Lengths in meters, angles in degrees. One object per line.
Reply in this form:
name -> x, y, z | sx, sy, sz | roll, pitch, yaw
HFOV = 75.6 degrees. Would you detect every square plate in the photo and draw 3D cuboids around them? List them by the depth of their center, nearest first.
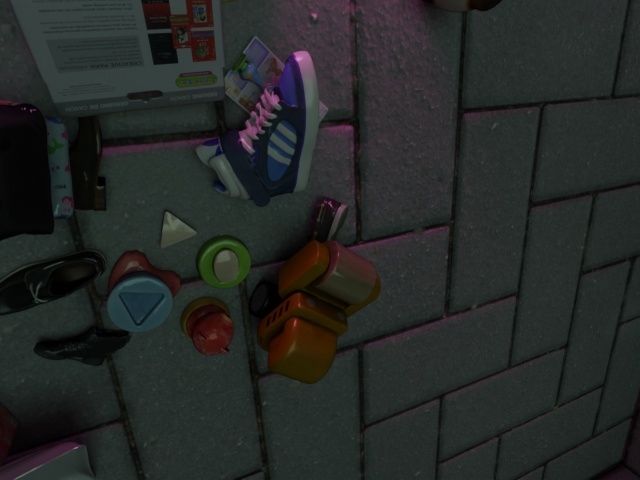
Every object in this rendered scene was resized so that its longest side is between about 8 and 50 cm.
square plate -> -0.655, 0.527, 0.830 | 0.346, 0.049, 0.344 | -17, 150, -35

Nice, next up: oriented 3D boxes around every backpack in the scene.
backpack -> -0.552, -0.118, 0.677 | 0.253, 0.191, 0.226 | 4, 101, 17

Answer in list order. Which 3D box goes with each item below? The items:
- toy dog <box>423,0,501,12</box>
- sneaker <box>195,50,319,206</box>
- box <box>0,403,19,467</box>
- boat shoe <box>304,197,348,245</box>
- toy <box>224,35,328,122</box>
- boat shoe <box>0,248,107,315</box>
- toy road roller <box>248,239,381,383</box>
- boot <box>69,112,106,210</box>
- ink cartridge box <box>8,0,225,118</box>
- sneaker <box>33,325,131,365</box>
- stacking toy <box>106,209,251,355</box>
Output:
toy dog -> 0.364, -0.717, 0.909 | 0.408, 0.284, 0.395 | -58, 157, 0
sneaker -> -0.138, -0.220, 0.851 | 0.235, 0.130, 0.323 | -7, 135, -17
box -> -0.750, 0.338, 0.780 | 0.142, 0.154, 0.300 | -28, 116, -14
boat shoe -> 0.000, 0.000, 1.069 | 0.068, 0.081, 0.228 | 28, 111, 14
toy -> -0.091, -0.316, 0.923 | 0.237, 0.056, 0.137 | 36, 91, -30
boat shoe -> -0.556, 0.087, 0.831 | 0.232, 0.079, 0.084 | -24, 118, -15
toy road roller -> -0.015, 0.183, 0.980 | 0.202, 0.241, 0.329 | 29, 125, -30
boot -> -0.471, -0.159, 0.783 | 0.106, 0.082, 0.220 | -5, 111, -27
ink cartridge box -> -0.335, -0.379, 0.716 | 0.308, 0.130, 0.272 | -13, 139, -19
sneaker -> -0.521, 0.223, 0.911 | 0.170, 0.051, 0.089 | 26, 95, -35
stacking toy -> -0.295, 0.109, 0.930 | 0.308, 0.130, 0.280 | 28, 94, -30
